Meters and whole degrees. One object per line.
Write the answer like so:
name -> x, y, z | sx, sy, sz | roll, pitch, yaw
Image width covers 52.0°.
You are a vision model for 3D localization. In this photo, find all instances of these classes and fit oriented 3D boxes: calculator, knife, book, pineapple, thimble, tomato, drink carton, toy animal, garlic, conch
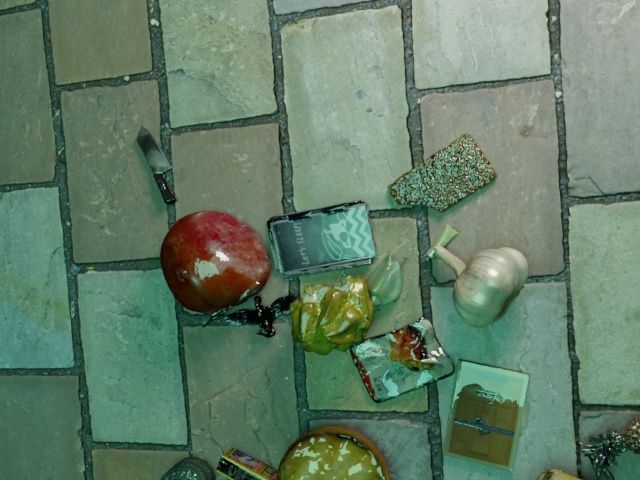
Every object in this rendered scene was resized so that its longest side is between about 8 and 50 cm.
calculator -> 0.000, 0.000, 1.651 | 0.274, 0.028, 0.165 | -10, 94, 18
knife -> -0.437, -0.207, 1.767 | 0.060, 0.028, 0.230 | -27, 83, 4
book -> 0.394, 0.417, 1.567 | 0.170, 0.018, 0.241 | 9, 96, 16
pineapple -> 0.693, 0.450, 1.451 | 0.221, 0.083, 0.103 | -31, 88, 16
thimble -> -0.360, 0.653, 1.762 | 0.135, 0.090, 0.118 | -15, 87, 19
tomato -> -0.297, 0.059, 1.664 | 0.309, 0.170, 0.308 | 1, 94, 14
drink carton -> -0.184, 0.611, 1.718 | 0.166, 0.071, 0.056 | 23, 97, 15
toy animal -> -0.150, 0.196, 1.696 | 0.220, 0.062, 0.108 | -23, 69, 17
garlic -> 0.344, 0.072, 1.488 | 0.226, 0.199, 0.199 | 41, 104, 28
conch -> 0.148, 0.120, 1.595 | 0.088, 0.065, 0.180 | 27, 98, 13

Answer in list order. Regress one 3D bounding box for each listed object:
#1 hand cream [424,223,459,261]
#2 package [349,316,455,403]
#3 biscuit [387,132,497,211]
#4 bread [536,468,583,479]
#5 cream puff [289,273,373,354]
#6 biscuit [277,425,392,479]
hand cream -> 0.288, 0.008, 1.572 | 0.035, 0.022, 0.102 | 39, 98, 10
package -> 0.197, 0.294, 1.606 | 0.232, 0.040, 0.166 | -24, 88, 17
biscuit -> 0.286, -0.139, 1.559 | 0.237, 0.026, 0.131 | -33, 83, 14
bread -> 0.549, 0.606, 1.454 | 0.171, 0.197, 0.197 | 27, 100, 20
cream puff -> 0.018, 0.192, 1.562 | 0.221, 0.195, 0.194 | -20, 88, 45
biscuit -> 0.038, 0.609, 1.640 | 0.296, 0.102, 0.296 | 0, 90, 18
